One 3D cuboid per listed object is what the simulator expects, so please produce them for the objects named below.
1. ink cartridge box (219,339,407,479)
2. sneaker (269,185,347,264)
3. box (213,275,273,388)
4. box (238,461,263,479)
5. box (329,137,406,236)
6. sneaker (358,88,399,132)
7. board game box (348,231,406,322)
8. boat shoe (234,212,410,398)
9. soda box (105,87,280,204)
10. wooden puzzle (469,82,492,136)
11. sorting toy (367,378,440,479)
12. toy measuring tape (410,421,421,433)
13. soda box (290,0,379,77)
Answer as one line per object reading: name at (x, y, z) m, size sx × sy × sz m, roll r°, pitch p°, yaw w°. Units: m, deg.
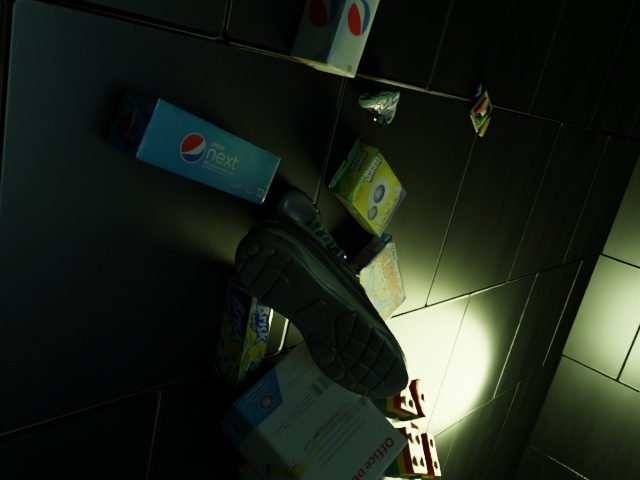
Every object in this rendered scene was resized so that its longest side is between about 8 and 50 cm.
ink cartridge box at (-0.018, 0.317, 0.945) m, size 0.171 × 0.233 × 0.168 m, roll -36°, pitch 167°, yaw -33°
sneaker at (0.000, 0.000, 0.934) m, size 0.083 × 0.098 × 0.224 m, roll -52°, pitch 142°, yaw -17°
box at (-0.118, 0.139, 0.905) m, size 0.054 × 0.059 × 0.169 m, roll -12°, pitch 120°, yaw -50°
box at (-0.035, 0.517, 1.172) m, size 0.231 × 0.126 × 0.262 m, roll -26°, pitch 129°, yaw -41°
box at (0.085, -0.093, 1.033) m, size 0.105 × 0.043 × 0.179 m, roll -58°, pitch 142°, yaw -9°
sneaker at (0.098, -0.213, 0.979) m, size 0.098 × 0.038 × 0.069 m, roll -22°, pitch 126°, yaw -42°
board game box at (0.108, 0.097, 1.177) m, size 0.136 × 0.035 × 0.201 m, roll -45°, pitch 140°, yaw -24°
boat shoe at (0.026, 0.092, 0.876) m, size 0.355 × 0.132 × 0.130 m, roll 51°, pitch 32°, yaw -22°
soda box at (-0.147, -0.110, 0.716) m, size 0.210 × 0.067 × 0.071 m, roll 19°, pitch 95°, yaw -54°
wooden puzzle at (0.353, -0.283, 1.272) m, size 0.116 × 0.014 × 0.079 m, roll 36°, pitch 82°, yaw -53°
sorting toy at (0.177, 0.398, 1.266) m, size 0.257 × 0.089 × 0.256 m, roll 39°, pitch 38°, yaw -55°
toy measuring tape at (0.177, 0.475, 1.420) m, size 0.121 × 0.121 × 0.330 m, roll -55°, pitch 142°, yaw -13°
soda box at (0.035, -0.342, 0.796) m, size 0.069 × 0.073 × 0.216 m, roll 5°, pitch 107°, yaw -52°
